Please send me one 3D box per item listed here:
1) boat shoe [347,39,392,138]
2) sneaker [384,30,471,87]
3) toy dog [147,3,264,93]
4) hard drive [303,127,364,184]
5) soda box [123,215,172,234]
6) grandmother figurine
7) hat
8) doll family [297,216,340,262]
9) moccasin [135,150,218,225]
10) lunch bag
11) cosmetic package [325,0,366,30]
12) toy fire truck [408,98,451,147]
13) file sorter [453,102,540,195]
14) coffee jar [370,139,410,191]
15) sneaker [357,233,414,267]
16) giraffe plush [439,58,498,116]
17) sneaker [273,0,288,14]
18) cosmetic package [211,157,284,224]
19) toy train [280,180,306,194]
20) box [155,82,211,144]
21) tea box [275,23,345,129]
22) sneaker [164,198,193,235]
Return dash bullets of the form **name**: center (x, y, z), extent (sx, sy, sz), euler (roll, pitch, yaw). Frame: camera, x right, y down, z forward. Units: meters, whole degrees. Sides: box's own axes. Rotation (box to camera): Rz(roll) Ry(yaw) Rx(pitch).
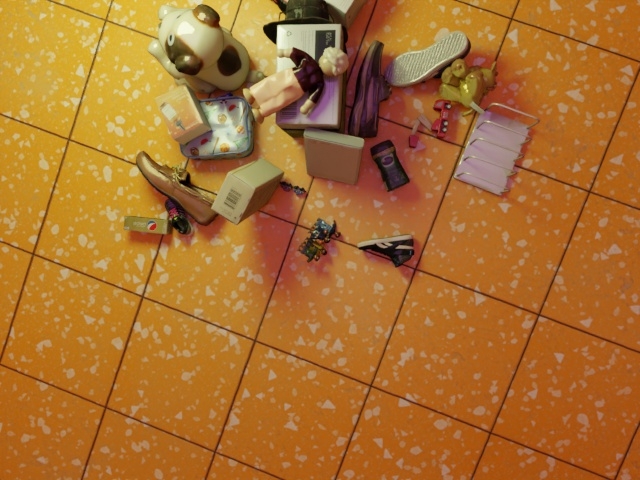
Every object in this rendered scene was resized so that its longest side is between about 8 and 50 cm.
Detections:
- **boat shoe**: center (0.196, -0.555, 1.839), extent (0.130, 0.132, 0.356), euler (11, 103, -5)
- **sneaker**: center (0.401, -0.650, 1.814), extent (0.320, 0.127, 0.126), euler (-15, 86, 30)
- **toy dog**: center (-0.419, -0.659, 1.734), extent (0.395, 0.408, 0.285), euler (34, 96, 3)
- **hard drive**: center (0.046, -0.295, 1.768), extent (0.202, 0.307, 0.040), euler (13, 74, 4)
- **soda box**: center (-0.688, -0.062, 1.966), extent (0.181, 0.061, 0.058), euler (7, 94, 5)
- **grandmother figurine**: center (-0.072, -0.509, 1.549), extent (0.342, 0.104, 0.208), euler (-24, 117, 6)
- **hat**: center (-0.052, -0.781, 1.730), extent (0.330, 0.331, 0.134), euler (1, 95, 5)
- **doll family**: center (0.000, 0.000, 1.905), extent (0.111, 0.076, 0.193), euler (31, 93, 7)
- **moccasin**: center (-0.546, -0.221, 1.906), extent (0.380, 0.139, 0.147), euler (40, 95, 1)
- **lunch bag**: center (-0.396, -0.436, 1.895), extent (0.302, 0.115, 0.244), euler (-4, 91, 6)
- **cosmetic package**: center (0.074, -0.894, 1.788), extent (0.151, 0.183, 0.151), euler (33, 96, 2)
- **toy fire truck**: center (0.412, -0.440, 1.854), extent (0.135, 0.047, 0.192), euler (9, 94, 5)
- **file sorter**: center (0.637, -0.327, 1.779), extent (0.192, 0.173, 0.278), euler (22, 95, 4)
- **coffee jar**: center (0.261, -0.284, 1.861), extent (0.096, 0.079, 0.185), euler (-23, 92, 8)
- **sneaker**: center (0.254, 0.049, 1.880), extent (0.216, 0.079, 0.121), euler (-8, 91, 4)
- **giraffe plush**: center (0.560, -0.571, 1.770), extent (0.170, 0.181, 0.210), euler (-41, 92, -24)
- **sneaker**: center (-0.131, -0.950, 1.839), extent (0.313, 0.116, 0.136), euler (41, 92, 0)
- **cosmetic package**: center (-0.256, -0.185, 1.782), extent (0.113, 0.309, 0.160), euler (32, 112, 2)
- **toy train**: center (-0.132, -0.210, 1.926), extent (0.158, 0.027, 0.036), euler (18, 98, 4)
- **box**: center (-0.504, -0.464, 1.809), extent (0.130, 0.091, 0.171), euler (-27, 84, 6)
- **tea box**: center (-0.023, -0.547, 1.746), extent (0.219, 0.323, 0.330), euler (2, 93, 8)
- **sneaker**: center (-0.567, -0.093, 1.947), extent (0.063, 0.075, 0.171), euler (-31, 90, 6)
